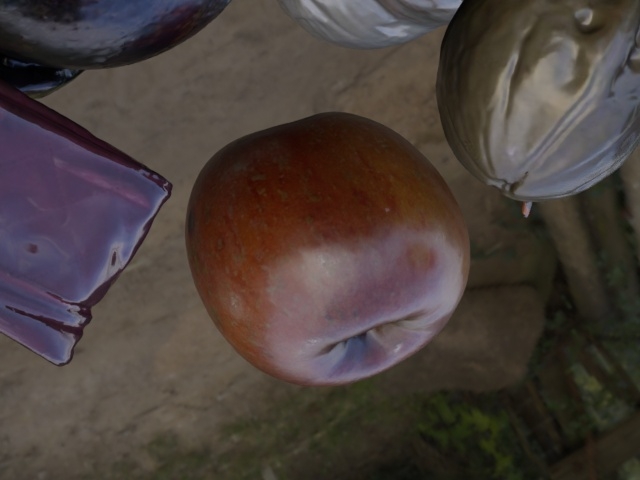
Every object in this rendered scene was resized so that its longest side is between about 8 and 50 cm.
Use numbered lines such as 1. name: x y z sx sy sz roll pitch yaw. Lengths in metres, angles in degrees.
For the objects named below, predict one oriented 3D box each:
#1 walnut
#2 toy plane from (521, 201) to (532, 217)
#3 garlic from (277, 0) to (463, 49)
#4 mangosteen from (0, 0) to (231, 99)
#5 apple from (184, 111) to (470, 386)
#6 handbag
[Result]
1. walnut: 0.142 -0.104 0.742 0.140 0.140 0.162 94 17 -55
2. toy plane: 0.242 -0.108 1.361 0.135 0.062 0.188 -5 139 -8
3. garlic: 0.057 -0.313 0.957 0.317 0.317 0.259 -37 143 11
4. mangosteen: -0.192 -0.259 0.811 0.330 0.330 0.330 -22 149 -14
5. apple: 0.000 0.000 1.030 0.254 0.253 0.253 -22 149 -14
6. handbag: -0.208 -0.029 0.668 0.225 0.146 0.135 30 88 -36
